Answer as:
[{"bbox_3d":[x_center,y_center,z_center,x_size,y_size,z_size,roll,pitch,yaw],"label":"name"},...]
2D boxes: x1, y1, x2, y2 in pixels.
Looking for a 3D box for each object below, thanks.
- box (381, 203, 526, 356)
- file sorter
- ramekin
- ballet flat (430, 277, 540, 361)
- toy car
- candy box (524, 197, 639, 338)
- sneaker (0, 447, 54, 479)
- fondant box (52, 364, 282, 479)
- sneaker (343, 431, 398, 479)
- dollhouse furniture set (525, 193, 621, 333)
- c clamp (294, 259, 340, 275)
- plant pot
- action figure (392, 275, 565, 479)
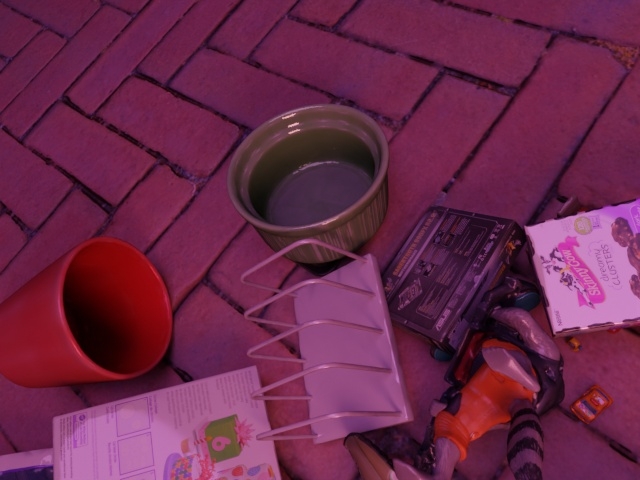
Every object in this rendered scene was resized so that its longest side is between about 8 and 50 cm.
[{"bbox_3d":[0.205,0.056,0.813,0.231,0.056,0.183,-55,34,-12],"label":"box"},{"bbox_3d":[-0.007,0.166,0.773,0.192,0.173,0.278,-30,57,33],"label":"file sorter"},{"bbox_3d":[-0.011,-0.104,0.926,0.303,0.148,0.303,-8,55,11],"label":"ramekin"},{"bbox_3d":[0.264,0.126,0.804,0.203,0.074,0.074,-34,60,8],"label":"ballet flat"},{"bbox_3d":[0.392,0.210,0.732,0.060,0.040,0.122,-25,61,6],"label":"toy car"},{"bbox_3d":[0.408,0.039,0.678,0.196,0.070,0.165,-15,69,21],"label":"candy box"},{"bbox_3d":[-0.578,0.517,0.853,0.322,0.130,0.236,-13,58,6],"label":"sneaker"},{"bbox_3d":[-0.237,0.364,0.772,0.330,0.096,0.238,-12,61,-11],"label":"fondant box"},{"bbox_3d":[0.098,0.463,0.622,0.182,0.158,0.410,-24,64,-4],"label":"sneaker"},{"bbox_3d":[0.506,0.024,0.755,0.262,0.135,0.259,42,95,29],"label":"dollhouse furniture set"},{"bbox_3d":[0.000,0.000,0.972,0.160,0.022,0.137,24,80,24],"label":"c clamp"},{"bbox_3d":[-0.469,0.158,0.925,0.243,0.275,0.275,-21,61,18],"label":"plant pot"},{"bbox_3d":[0.230,0.235,0.643,0.178,0.330,0.341,27,108,32],"label":"action figure"}]
